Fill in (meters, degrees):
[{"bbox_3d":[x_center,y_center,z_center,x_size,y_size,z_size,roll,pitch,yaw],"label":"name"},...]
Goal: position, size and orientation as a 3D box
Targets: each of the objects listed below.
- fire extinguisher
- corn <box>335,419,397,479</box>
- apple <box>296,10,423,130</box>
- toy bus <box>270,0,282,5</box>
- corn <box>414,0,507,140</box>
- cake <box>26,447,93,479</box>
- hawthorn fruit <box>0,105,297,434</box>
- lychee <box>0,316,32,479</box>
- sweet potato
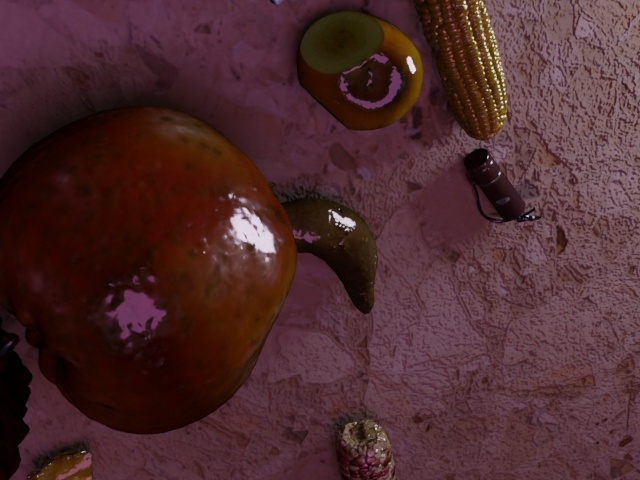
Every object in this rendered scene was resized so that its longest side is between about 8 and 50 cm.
[{"bbox_3d":[0.273,-0.073,1.444,0.078,0.045,0.157,-23,128,29],"label":"fire extinguisher"},{"bbox_3d":[0.092,0.434,1.629,0.098,0.098,0.290,-20,125,-7],"label":"corn"},{"bbox_3d":[0.056,-0.225,1.228,0.146,0.147,0.163,-44,119,7],"label":"apple"},{"bbox_3d":[0.007,-0.435,1.126,0.297,0.106,0.131,-44,119,6],"label":"toy bus"},{"bbox_3d":[0.197,-0.265,1.287,0.101,0.101,0.292,-25,126,-4],"label":"corn"},{"bbox_3d":[-0.383,0.405,1.485,0.116,0.079,0.185,-37,113,-11],"label":"cake"},{"bbox_3d":[-0.203,0.026,1.168,0.402,0.403,0.403,-8,119,-14],"label":"hawthorn fruit"},{"bbox_3d":[-0.546,0.207,1.097,0.500,0.425,0.425,-20,126,26],"label":"lychee"},{"bbox_3d":[0.001,-0.003,1.362,0.310,0.098,0.124,33,126,-31],"label":"sweet potato"}]
